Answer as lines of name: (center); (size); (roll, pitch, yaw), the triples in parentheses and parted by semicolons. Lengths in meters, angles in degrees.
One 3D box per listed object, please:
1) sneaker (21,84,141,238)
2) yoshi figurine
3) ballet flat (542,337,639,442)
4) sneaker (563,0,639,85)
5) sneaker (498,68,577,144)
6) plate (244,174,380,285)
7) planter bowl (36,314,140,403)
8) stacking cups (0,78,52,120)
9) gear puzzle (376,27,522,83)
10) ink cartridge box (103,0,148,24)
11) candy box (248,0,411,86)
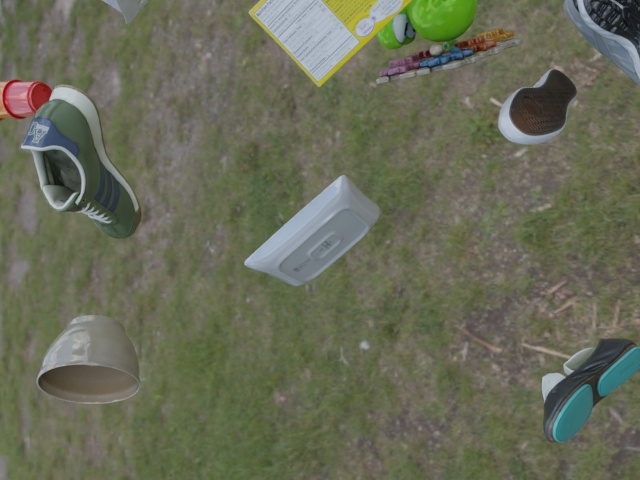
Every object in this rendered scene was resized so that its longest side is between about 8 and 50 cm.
sneaker: (-0.244, -0.054, 0.716); (0.064, 0.086, 0.192); (7, 138, 15)
yoshi figurine: (0.176, -0.456, 1.069); (0.203, 0.204, 0.362); (-119, 26, -49)
ballet flat: (0.466, 0.263, 1.279); (0.096, 0.280, 0.095); (19, 130, 50)
sneaker: (0.522, -0.342, 1.204); (0.100, 0.271, 0.108); (-51, 17, 1)
sneaker: (0.380, -0.217, 1.303); (0.106, 0.290, 0.123); (49, 132, 5)
plate: (0.000, 0.000, 1.539); (0.278, 0.277, 0.045); (-41, 68, 7)
planter bowl: (-0.382, 0.194, 1.194); (0.162, 0.162, 0.109); (-42, 41, 40)
stacking cups: (-0.654, -0.264, 1.366); (0.316, 0.096, 0.096); (5, 93, 27)
gear puzzle: (0.249, -0.338, 1.232); (0.176, 0.339, 0.044); (-2, 110, 41)
ink cartridge box: (-0.300, -0.426, 1.052); (0.067, 0.198, 0.115); (32, 75, 8)
candy box: (0.037, -0.258, 0.698); (0.206, 0.027, 0.105); (-39, 103, 23)
